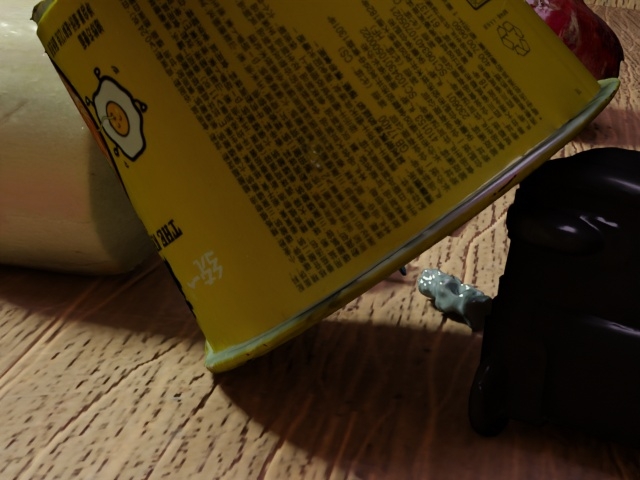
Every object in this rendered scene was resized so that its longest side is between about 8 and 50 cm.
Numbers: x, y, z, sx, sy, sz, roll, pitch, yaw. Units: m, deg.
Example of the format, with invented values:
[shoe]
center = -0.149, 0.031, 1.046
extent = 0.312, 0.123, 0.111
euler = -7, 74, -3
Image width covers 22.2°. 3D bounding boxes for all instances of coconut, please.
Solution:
[coconut]
center = -0.182, -0.079, 1.229
extent = 0.241, 0.241, 0.241
euler = 5, 16, -1

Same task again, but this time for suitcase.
[suitcase]
center = 0.305, 0.052, 1.025
extent = 0.345, 0.188, 0.339
euler = 13, 12, 31

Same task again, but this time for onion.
[onion]
center = 0.245, -0.233, 1.959
extent = 0.246, 0.190, 0.246
euler = 22, 9, -4

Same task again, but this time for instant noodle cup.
[instant noodle cup]
center = -0.013, -0.107, 1.041
extent = 0.326, 0.254, 0.325
euler = -36, 4, 3

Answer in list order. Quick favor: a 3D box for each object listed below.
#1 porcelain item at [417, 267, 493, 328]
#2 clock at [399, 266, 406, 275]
[porcelain item]
center = 0.100, 0.042, 1.228
extent = 0.036, 0.028, 0.083
euler = 16, 8, -28
[clock]
center = 0.000, -0.001, 1.314
extent = 0.147, 0.045, 0.108
euler = 7, 16, 1
